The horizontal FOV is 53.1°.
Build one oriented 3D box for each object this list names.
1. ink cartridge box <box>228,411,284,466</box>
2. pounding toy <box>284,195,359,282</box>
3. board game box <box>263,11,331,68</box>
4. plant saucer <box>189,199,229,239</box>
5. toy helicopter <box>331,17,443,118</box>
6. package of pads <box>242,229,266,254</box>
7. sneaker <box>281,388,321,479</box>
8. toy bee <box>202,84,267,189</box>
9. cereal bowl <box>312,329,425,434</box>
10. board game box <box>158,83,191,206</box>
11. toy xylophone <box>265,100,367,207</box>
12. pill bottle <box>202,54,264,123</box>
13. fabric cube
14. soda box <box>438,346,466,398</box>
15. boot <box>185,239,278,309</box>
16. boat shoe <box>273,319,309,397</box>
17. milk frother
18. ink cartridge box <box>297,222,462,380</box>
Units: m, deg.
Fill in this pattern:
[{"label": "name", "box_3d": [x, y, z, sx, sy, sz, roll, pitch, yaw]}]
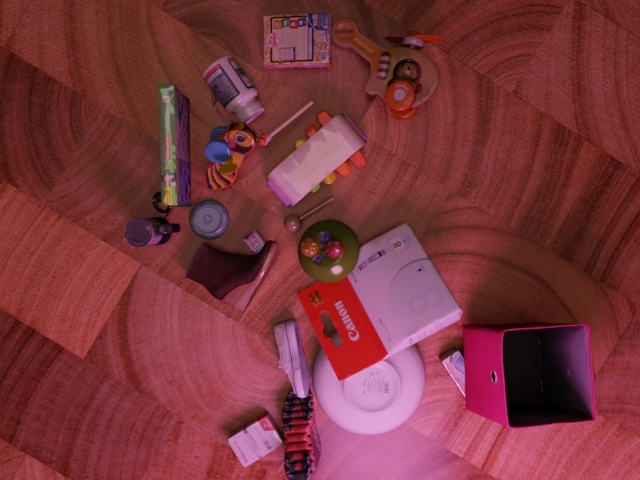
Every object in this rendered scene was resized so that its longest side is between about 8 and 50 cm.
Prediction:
[{"label": "ink cartridge box", "box_3d": [-0.189, 0.585, 1.887, 0.135, 0.056, 0.099, -31, 92, 0]}, {"label": "pounding toy", "box_3d": [0.000, 0.000, 1.806, 0.183, 0.110, 0.237, -28, 75, 10]}, {"label": "board game box", "box_3d": [-0.066, -0.572, 1.835, 0.194, 0.045, 0.146, 1, 93, 10]}, {"label": "plant saucer", "box_3d": [-0.328, -0.061, 1.880, 0.119, 0.021, 0.119, 0, 92, 0]}, {"label": "toy helicopter", "box_3d": [0.186, -0.528, 1.818, 0.355, 0.140, 0.235, 39, 98, 11]}, {"label": "package of pads", "box_3d": [-0.185, 0.014, 1.879, 0.050, 0.032, 0.083, -38, 92, -2]}, {"label": "sneaker", "box_3d": [-0.053, 0.565, 1.871, 0.098, 0.135, 0.276, -7, 69, 12]}, {"label": "toy bee", "box_3d": [-0.236, -0.257, 1.771, 0.162, 0.298, 0.195, 12, 59, -5]}, {"label": "cereal bowl", "box_3d": [0.142, 0.401, 1.844, 0.339, 0.141, 0.339, 0, 91, 0]}, {"label": "board game box", "box_3d": [-0.401, -0.253, 1.776, 0.046, 0.213, 0.317, -1, 92, 0]}, {"label": "toy xylophone", "box_3d": [-0.026, -0.257, 1.845, 0.323, 0.081, 0.236, -33, 92, 1]}, {"label": "pill bottle", "box_3d": [-0.244, -0.425, 1.824, 0.108, 0.108, 0.180, -35, 92, 1]}, {"label": "fabric cube", "box_3d": [0.557, 0.354, 1.753, 0.259, 0.258, 0.254, -1, 86, -12]}, {"label": "soda box", "box_3d": [0.425, 0.409, 1.887, 0.063, 0.058, 0.183, -33, 93, 1]}, {"label": "boot", "box_3d": [-0.255, 0.062, 1.835, 0.207, 0.090, 0.248, 33, 107, 2]}, {"label": "boat shoe", "box_3d": [-0.087, 0.348, 1.867, 0.076, 0.083, 0.226, -14, 71, 14]}, {"label": "milk frother", "box_3d": [-0.481, -0.061, 1.815, 0.129, 0.135, 0.143, -26, 88, 9]}, {"label": "ink cartridge box", "box_3d": [0.152, 0.166, 1.791, 0.385, 0.091, 0.308, -27, 62, -1]}]
